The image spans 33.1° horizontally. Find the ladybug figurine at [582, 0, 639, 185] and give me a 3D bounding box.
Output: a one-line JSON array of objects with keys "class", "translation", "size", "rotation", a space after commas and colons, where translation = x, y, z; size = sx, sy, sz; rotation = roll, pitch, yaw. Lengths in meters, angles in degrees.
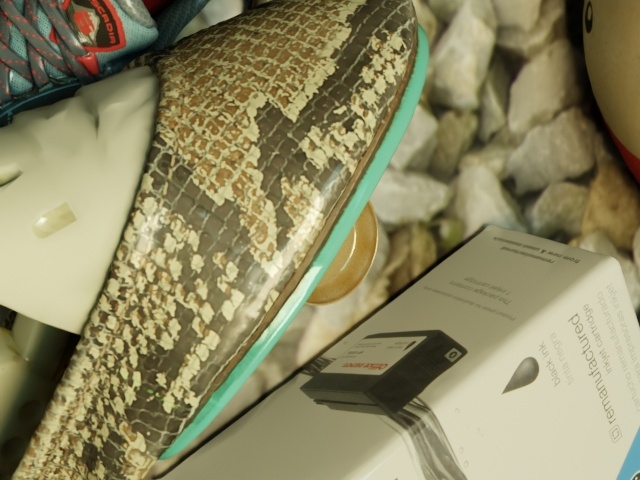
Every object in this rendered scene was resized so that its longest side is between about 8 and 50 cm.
[{"class": "ladybug figurine", "translation": [0.350, -0.111, 0.813], "size": [0.449, 0.162, 0.305], "rotation": [34, 81, -33]}]

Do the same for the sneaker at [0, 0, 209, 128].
[{"class": "sneaker", "translation": [-0.134, -0.113, 0.513], "size": [0.262, 0.125, 0.104], "rotation": [-42, 119, -19]}]

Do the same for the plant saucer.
[{"class": "plant saucer", "translation": [0.000, 0.000, 0.694], "size": [0.083, 0.015, 0.083], "rotation": [-8, 105, -33]}]

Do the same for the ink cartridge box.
[{"class": "ink cartridge box", "translation": [0.082, 0.170, 0.716], "size": [0.307, 0.129, 0.223], "rotation": [-36, 118, -22]}]

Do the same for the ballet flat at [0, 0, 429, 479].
[{"class": "ballet flat", "translation": [-0.137, 0.069, 0.486], "size": [0.182, 0.164, 0.482], "rotation": [23, 106, -26]}]

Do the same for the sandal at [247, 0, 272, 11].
[{"class": "sandal", "translation": [-0.008, -0.171, 0.624], "size": [0.090, 0.060, 0.219], "rotation": [-6, 103, -33]}]
